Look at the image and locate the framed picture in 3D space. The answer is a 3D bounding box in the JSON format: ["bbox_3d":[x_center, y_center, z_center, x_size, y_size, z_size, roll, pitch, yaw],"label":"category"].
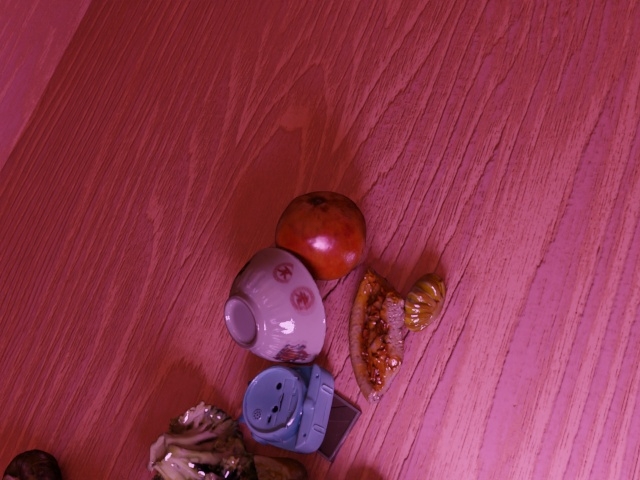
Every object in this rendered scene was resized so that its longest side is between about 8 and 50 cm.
[{"bbox_3d":[-0.004,0.461,1.763,0.203,0.015,0.150,26,82,40],"label":"framed picture"}]

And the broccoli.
[{"bbox_3d":[-0.317,0.578,1.731,0.293,0.281,0.347,-10,59,31],"label":"broccoli"}]

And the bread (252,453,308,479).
[{"bbox_3d":[-0.094,0.590,1.696,0.110,0.103,0.156,-38,58,17],"label":"bread"}]

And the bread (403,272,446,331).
[{"bbox_3d":[0.260,0.148,1.710,0.083,0.094,0.157,24,72,43],"label":"bread"}]

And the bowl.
[{"bbox_3d":[-0.153,0.197,1.795,0.337,0.158,0.337,19,117,42],"label":"bowl"}]

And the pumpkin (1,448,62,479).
[{"bbox_3d":[-0.912,0.759,2.099,0.219,0.162,0.219,-18,56,29],"label":"pumpkin"}]

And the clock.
[{"bbox_3d":[-0.105,0.433,1.772,0.274,0.094,0.223,-3,62,31],"label":"clock"}]

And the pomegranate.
[{"bbox_3d":[0.000,0.000,1.871,0.252,0.270,0.229,2,35,1],"label":"pomegranate"}]

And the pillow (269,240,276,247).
[{"bbox_3d":[-0.147,0.084,2.037,0.232,0.043,0.126,-49,45,5],"label":"pillow"}]

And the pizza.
[{"bbox_3d":[0.144,0.234,1.727,0.182,0.074,0.365,-20,58,51],"label":"pizza"}]
